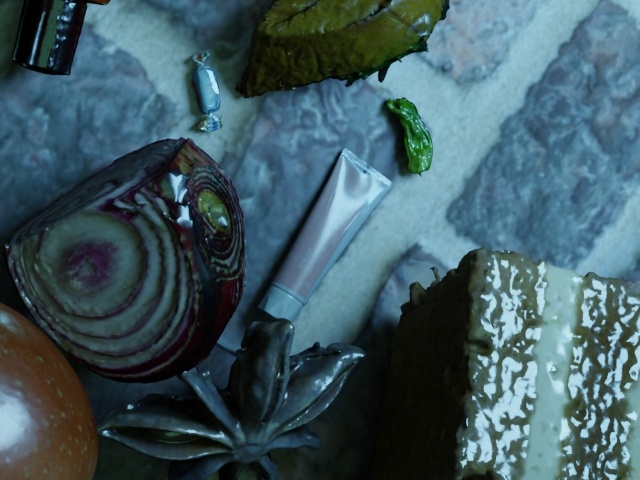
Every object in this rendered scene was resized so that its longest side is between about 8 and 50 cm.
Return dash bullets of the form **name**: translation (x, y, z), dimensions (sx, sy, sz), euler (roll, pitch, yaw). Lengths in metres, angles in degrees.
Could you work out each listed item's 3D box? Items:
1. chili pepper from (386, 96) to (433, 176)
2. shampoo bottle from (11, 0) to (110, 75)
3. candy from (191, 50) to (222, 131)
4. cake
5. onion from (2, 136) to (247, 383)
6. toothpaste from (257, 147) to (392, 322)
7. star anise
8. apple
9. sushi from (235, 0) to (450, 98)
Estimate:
- **chili pepper**: translation (0.099, -0.113, 1.861), dimensions (0.034, 0.030, 0.091), euler (-16, 100, 13)
- **shampoo bottle**: translation (-0.243, -0.300, 1.701), dimensions (0.104, 0.104, 0.278), euler (13, 94, -17)
- **candy**: translation (-0.120, -0.154, 1.798), dimensions (0.030, 0.020, 0.083), euler (-14, 100, -15)
- **cake**: translation (0.220, 0.184, 1.777), dimensions (0.290, 0.256, 0.282), euler (17, 68, -15)
- **onion**: translation (-0.168, 0.023, 1.715), dimensions (0.216, 0.206, 0.207), euler (-18, 104, 20)
- **toothpaste**: translation (0.000, 0.000, 1.846), dimensions (0.067, 0.043, 0.194), euler (35, 82, -15)
- **star anise**: translation (-0.081, 0.168, 1.808), dimensions (0.257, 0.110, 0.198), euler (-38, 131, 8)
- **apple**: translation (-0.380, 0.208, 1.610), dimensions (0.277, 0.348, 0.348), euler (42, 86, -9)
- **sushi**: translation (0.048, -0.230, 1.780), dimensions (0.149, 0.140, 0.287), euler (41, 85, 20)
